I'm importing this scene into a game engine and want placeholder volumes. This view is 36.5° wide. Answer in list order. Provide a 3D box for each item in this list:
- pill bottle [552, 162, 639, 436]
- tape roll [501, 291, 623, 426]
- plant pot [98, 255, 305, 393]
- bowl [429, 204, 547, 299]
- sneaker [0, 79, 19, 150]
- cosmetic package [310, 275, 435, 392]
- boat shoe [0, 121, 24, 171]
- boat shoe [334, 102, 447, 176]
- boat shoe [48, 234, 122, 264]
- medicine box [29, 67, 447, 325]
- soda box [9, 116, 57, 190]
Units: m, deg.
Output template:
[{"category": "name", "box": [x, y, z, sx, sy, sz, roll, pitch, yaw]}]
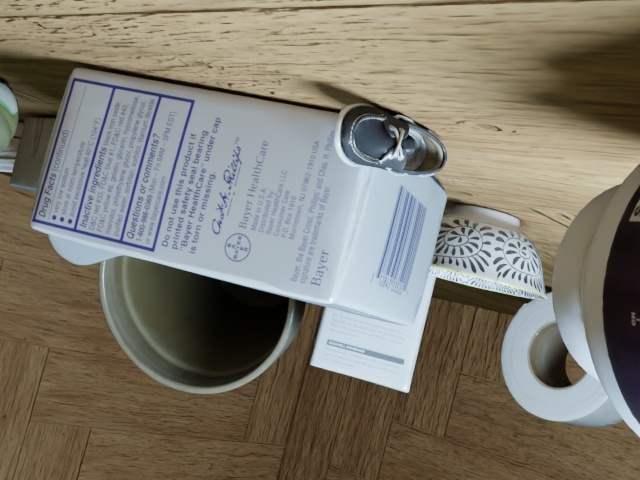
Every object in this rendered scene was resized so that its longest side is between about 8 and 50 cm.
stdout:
[{"category": "pill bottle", "box": [0.240, 0.031, 0.412, 0.181, 0.182, 0.323, 16, 176, -19]}, {"category": "tape roll", "box": [0.491, 0.229, 1.851, 0.246, 0.246, 0.169, 11, 176, 40]}, {"category": "plant pot", "box": [-0.145, 0.047, 1.547, 0.323, 0.323, 0.280, 14, -166, 15]}, {"category": "bowl", "box": [0.176, 0.008, 1.073, 0.170, 0.080, 0.170, 15, 176, 1]}, {"category": "sneaker", "box": [-0.436, -0.109, 0.939, 0.158, 0.182, 0.410, 14, 176, 9]}, {"category": "cosmetic package", "box": [0.084, 0.077, 1.339, 0.138, 0.225, 0.224, 15, 176, 6]}, {"category": "boat shoe", "box": [-0.366, -0.108, 1.387, 0.267, 0.088, 0.096, 14, 176, 8]}, {"category": "boat shoe", "box": [0.052, -0.069, 0.698, 0.038, 0.046, 0.125, 12, 178, 31]}, {"category": "boat shoe", "box": [-0.243, -0.033, 1.348, 0.301, 0.102, 0.108, -10, 118, 35]}, {"category": "medicine box", "box": [-0.060, -0.032, 0.888, 0.289, 0.149, 0.263, 14, 176, 20]}, {"category": "soda box", "box": [-0.282, -0.094, 1.198, 0.091, 0.098, 0.286, 16, 176, -39]}]
